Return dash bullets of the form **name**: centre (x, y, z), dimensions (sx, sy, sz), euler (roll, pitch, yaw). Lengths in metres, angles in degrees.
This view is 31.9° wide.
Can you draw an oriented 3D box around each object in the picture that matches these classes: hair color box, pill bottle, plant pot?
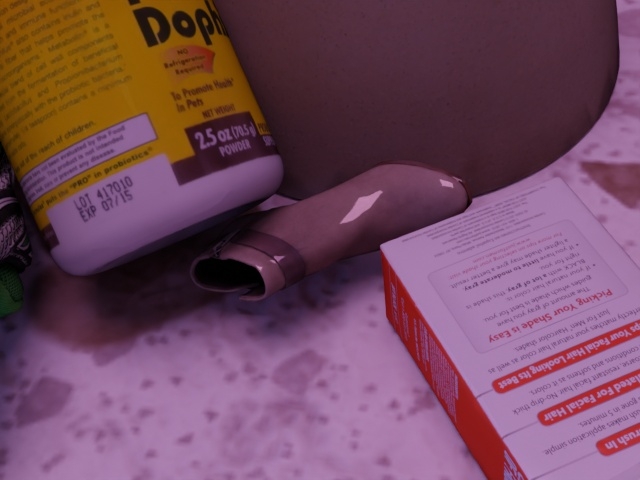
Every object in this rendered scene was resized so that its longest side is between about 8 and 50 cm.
- **hair color box**: centre (0.100, 0.056, 0.458), dimensions (0.093, 0.053, 0.167), euler (-20, 46, -10)
- **pill bottle**: centre (-0.108, -0.100, 0.523), dimensions (0.117, 0.117, 0.214), euler (-24, 90, -14)
- **plant pot**: centre (0.030, -0.200, 0.561), dimensions (0.257, 0.274, 0.256), euler (-4, 47, 4)

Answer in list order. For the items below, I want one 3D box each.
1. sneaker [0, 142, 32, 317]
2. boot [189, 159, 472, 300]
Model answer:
- **sneaker**: centre (-0.212, -0.030, 0.550), dimensions (0.134, 0.146, 0.343), euler (-25, 31, 10)
- **boot**: centre (0.000, 0.000, 0.514), dimensions (0.118, 0.042, 0.087), euler (-10, 17, 45)
